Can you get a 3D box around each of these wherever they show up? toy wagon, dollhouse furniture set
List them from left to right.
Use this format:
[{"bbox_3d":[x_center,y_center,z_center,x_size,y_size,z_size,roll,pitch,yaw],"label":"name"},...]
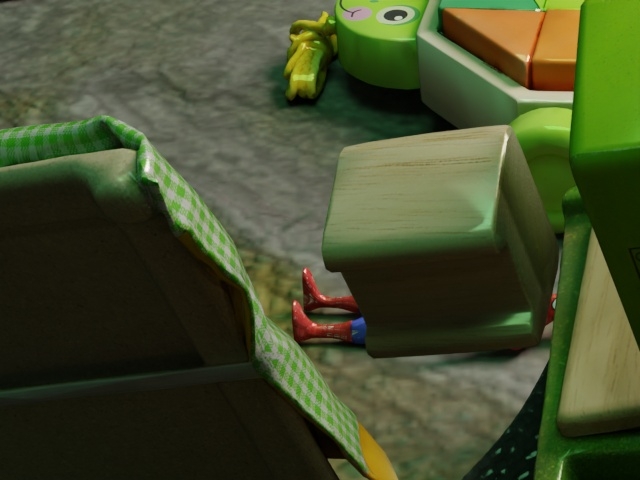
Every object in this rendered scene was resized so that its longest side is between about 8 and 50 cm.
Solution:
[{"bbox_3d":[0.000,0.000,0.594,0.301,0.198,0.151,-7,43,24],"label":"dollhouse furniture set"},{"bbox_3d":[0.146,-0.102,0.889,0.344,0.068,0.267,3,35,14],"label":"toy wagon"}]

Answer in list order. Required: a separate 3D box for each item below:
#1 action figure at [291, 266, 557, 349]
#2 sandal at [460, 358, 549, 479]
[{"bbox_3d":[0.047,0.026,0.756,0.115,0.030,0.038,3,30,10],"label":"action figure"},{"bbox_3d":[0.088,0.084,0.645,0.067,0.040,0.179,8,47,38],"label":"sandal"}]
